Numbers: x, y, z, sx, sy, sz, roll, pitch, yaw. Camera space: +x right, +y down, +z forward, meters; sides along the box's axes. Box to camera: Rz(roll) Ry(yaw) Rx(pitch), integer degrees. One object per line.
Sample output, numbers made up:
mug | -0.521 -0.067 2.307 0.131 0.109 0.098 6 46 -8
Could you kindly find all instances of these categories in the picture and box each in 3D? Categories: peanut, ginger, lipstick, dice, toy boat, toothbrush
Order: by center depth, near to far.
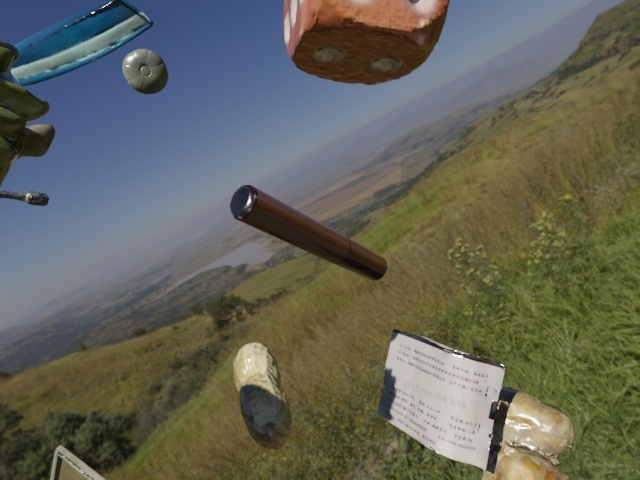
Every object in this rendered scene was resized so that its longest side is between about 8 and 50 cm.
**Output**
dice | 0.047 -0.311 0.519 0.180 0.173 0.175 -2 3 -19
lipstick | 0.000 0.000 0.689 0.057 0.057 0.357 -20 -31 35
toy boat | -0.426 -0.350 0.710 0.300 0.061 0.096 -11 46 18
toothbrush | -0.676 -0.095 0.751 0.297 0.030 0.031 6 10 -43
ginger | 0.392 0.455 0.828 0.245 0.155 0.304 -17 33 32
peanut | -0.146 0.385 1.020 0.120 0.136 0.298 -32 34 -1

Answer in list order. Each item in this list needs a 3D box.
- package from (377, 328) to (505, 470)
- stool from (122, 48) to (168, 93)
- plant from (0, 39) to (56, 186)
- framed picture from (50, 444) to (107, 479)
package | 0.230 0.310 0.833 0.251 0.203 0.062 10 -6 42
stool | -0.405 -0.389 0.947 0.096 0.096 0.110 -28 23 -11
plant | -0.403 -0.101 0.298 0.334 0.251 0.180 7 -57 -48
framed picture | -0.422 0.586 0.827 0.247 0.335 0.022 -65 -11 27
